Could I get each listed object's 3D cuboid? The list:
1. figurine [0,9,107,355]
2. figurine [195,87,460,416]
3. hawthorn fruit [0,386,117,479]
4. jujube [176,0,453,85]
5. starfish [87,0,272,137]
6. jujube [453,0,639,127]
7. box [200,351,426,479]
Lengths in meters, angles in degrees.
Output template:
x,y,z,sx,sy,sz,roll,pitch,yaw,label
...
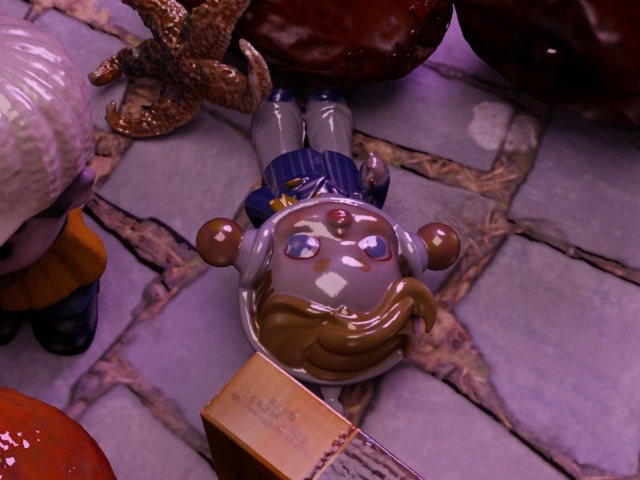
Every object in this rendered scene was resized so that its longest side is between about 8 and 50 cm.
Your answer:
x,y,z,sx,sy,sz,roll,pitch,yaw,label
-0.240,-0.041,1.088,0.185,0.332,0.204,4,78,5,figurine
-0.011,-0.003,1.189,0.194,0.133,0.274,-16,53,-26,figurine
-0.247,0.251,0.994,0.276,0.276,0.307,-16,78,-7,hawthorn fruit
-0.006,-0.225,1.270,0.243,0.183,0.183,28,66,17,jujube
-0.107,-0.156,1.244,0.150,0.209,0.053,45,41,-4,starfish
0.291,-0.243,1.242,0.376,0.258,0.258,-30,66,-13,jujube
0.028,0.195,1.064,0.237,0.152,0.070,34,68,18,box
